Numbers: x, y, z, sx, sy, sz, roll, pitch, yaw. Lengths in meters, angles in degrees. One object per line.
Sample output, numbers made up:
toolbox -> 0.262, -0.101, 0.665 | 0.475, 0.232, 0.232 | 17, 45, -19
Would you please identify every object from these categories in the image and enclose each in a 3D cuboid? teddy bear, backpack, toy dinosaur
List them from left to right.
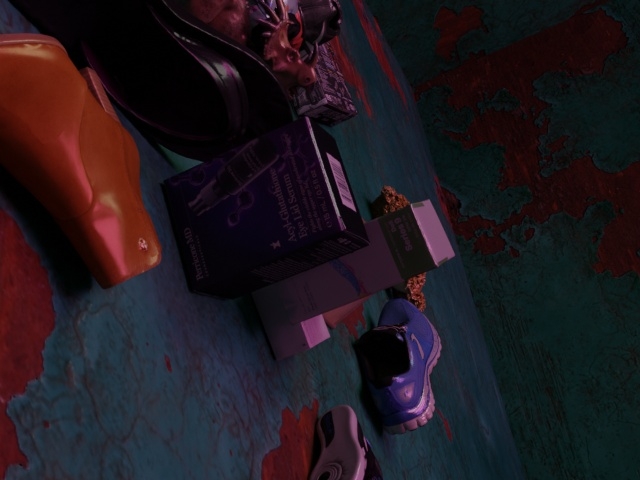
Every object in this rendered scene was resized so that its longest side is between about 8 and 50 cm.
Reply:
toy dinosaur -> -0.140, -0.319, 1.238 | 0.296, 0.200, 0.127 | 52, 22, -44
backpack -> -0.112, -0.408, 1.458 | 0.182, 0.115, 0.152 | 62, 20, -3
teddy bear -> 0.205, 0.021, 2.129 | 0.338, 0.113, 0.245 | -87, 153, -57

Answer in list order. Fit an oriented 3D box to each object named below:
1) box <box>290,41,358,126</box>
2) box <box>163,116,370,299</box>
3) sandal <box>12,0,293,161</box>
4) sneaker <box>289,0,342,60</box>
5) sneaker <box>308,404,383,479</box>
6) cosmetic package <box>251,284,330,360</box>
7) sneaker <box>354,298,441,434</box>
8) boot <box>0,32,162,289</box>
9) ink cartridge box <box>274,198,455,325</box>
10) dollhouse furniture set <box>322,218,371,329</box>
box -> -0.022, -0.389, 1.983 | 0.242, 0.076, 0.307 | 68, 15, 2
box -> -0.066, -0.034, 1.084 | 0.108, 0.207, 0.153 | 26, 43, -68
sandal -> -0.188, -0.193, 0.994 | 0.446, 0.167, 0.107 | 38, 26, -45
sneaker -> -0.025, -0.397, 1.658 | 0.276, 0.135, 0.098 | 124, -54, -85
sneaker -> 0.047, 0.330, 1.209 | 0.121, 0.079, 0.217 | 61, 15, -20
cosmetic package -> -0.067, 0.043, 1.255 | 0.239, 0.060, 0.099 | 69, 15, 4
sneaker -> 0.144, 0.198, 1.640 | 0.330, 0.129, 0.147 | -83, 150, -60
boot -> -0.223, -0.057, 0.778 | 0.295, 0.104, 0.211 | -20, 88, -79
ink cartridge box -> 0.056, 0.027, 1.182 | 0.093, 0.212, 0.154 | 66, 17, 2
dollhouse furniture set -> 0.000, 0.000, 1.490 | 0.242, 0.161, 0.212 | 52, 2, 39
